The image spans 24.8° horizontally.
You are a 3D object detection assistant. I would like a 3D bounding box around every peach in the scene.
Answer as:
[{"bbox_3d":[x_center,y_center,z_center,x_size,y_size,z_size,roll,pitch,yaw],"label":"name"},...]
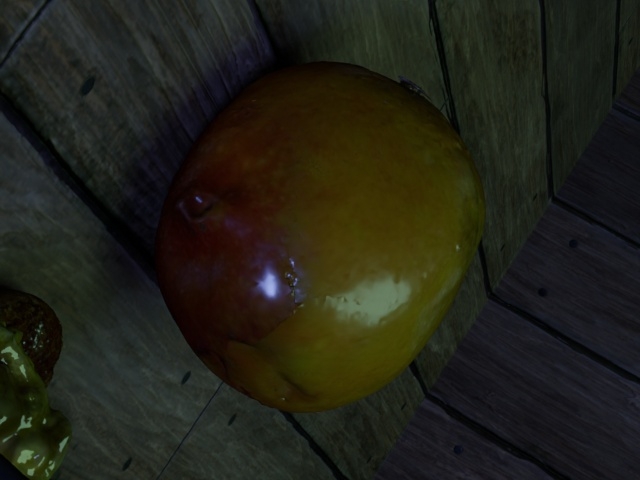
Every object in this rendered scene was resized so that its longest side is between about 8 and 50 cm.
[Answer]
[{"bbox_3d":[-0.002,-0.002,1.469,0.372,0.290,0.372,-45,154,-29],"label":"peach"}]

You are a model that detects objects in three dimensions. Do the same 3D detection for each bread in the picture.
[{"bbox_3d":[-0.294,0.123,1.259,0.193,0.064,0.193,-48,160,-23],"label":"bread"}]

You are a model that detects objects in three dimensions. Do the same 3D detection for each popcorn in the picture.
[{"bbox_3d":[-0.286,0.133,1.090,0.197,0.197,0.156,-49,-163,-30],"label":"popcorn"}]

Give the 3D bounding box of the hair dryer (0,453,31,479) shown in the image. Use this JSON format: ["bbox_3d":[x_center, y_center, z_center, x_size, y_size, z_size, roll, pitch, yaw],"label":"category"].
[{"bbox_3d":[-0.290,0.119,0.966,0.197,0.251,0.089,-51,172,-19],"label":"hair dryer"}]
